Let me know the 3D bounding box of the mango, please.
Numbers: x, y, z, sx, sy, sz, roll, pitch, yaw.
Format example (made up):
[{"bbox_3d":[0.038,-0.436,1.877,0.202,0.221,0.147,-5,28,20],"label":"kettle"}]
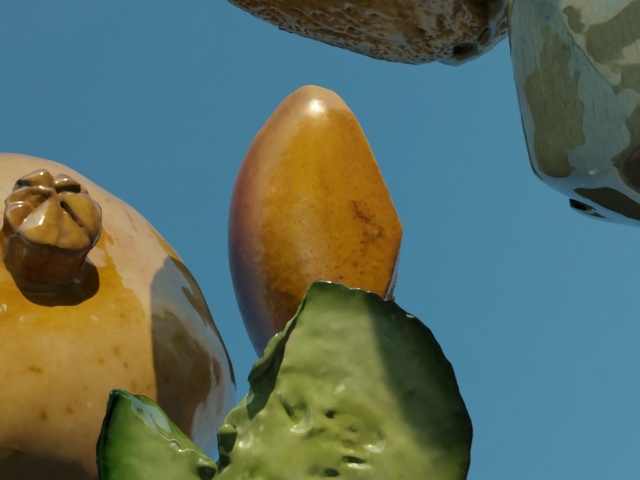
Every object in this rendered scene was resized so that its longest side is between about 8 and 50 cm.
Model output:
[{"bbox_3d":[0.000,0.000,1.775,0.199,0.201,0.350,-11,-85,-40],"label":"mango"}]

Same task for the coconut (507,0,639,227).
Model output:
[{"bbox_3d":[0.214,-0.098,0.944,0.224,0.224,0.224,-16,-62,-34],"label":"coconut"}]

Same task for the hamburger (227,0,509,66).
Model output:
[{"bbox_3d":[0.035,-0.257,1.166,0.318,0.319,0.158,38,-117,-42],"label":"hamburger"}]

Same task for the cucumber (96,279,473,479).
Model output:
[{"bbox_3d":[-0.005,0.124,0.815,0.191,0.191,0.130,-60,-6,-2],"label":"cucumber"}]

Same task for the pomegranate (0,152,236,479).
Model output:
[{"bbox_3d":[-0.268,0.105,1.254,0.411,0.411,0.411,-16,-62,-34],"label":"pomegranate"}]
